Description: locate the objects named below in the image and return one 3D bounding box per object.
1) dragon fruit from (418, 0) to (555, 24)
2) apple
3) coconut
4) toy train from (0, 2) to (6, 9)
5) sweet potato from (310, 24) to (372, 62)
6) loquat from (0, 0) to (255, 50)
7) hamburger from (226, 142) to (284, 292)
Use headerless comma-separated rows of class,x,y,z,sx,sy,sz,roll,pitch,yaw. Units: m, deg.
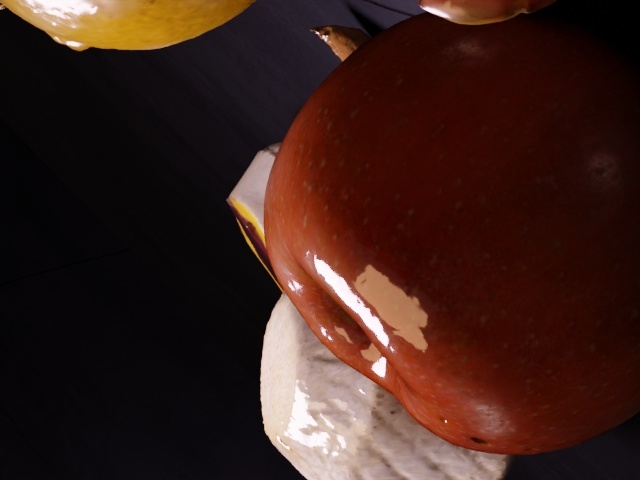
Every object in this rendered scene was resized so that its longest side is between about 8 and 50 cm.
dragon fruit,0.111,-0.216,0.751,0.224,0.227,0.224,15,117,32
apple,0.123,-0.007,1.121,0.348,0.277,0.348,46,166,15
coconut,0.104,0.142,1.609,0.329,0.329,0.329,46,166,15
toy train,-0.501,-0.432,2.336,0.204,0.131,0.083,31,154,25
sweet potato,0.099,-0.096,1.401,0.314,0.066,0.072,47,-165,15
loquat,-0.171,-0.294,1.157,0.328,0.359,0.328,-22,-90,-87
hamburger,0.000,0.000,1.828,0.227,0.151,0.295,52,175,19
